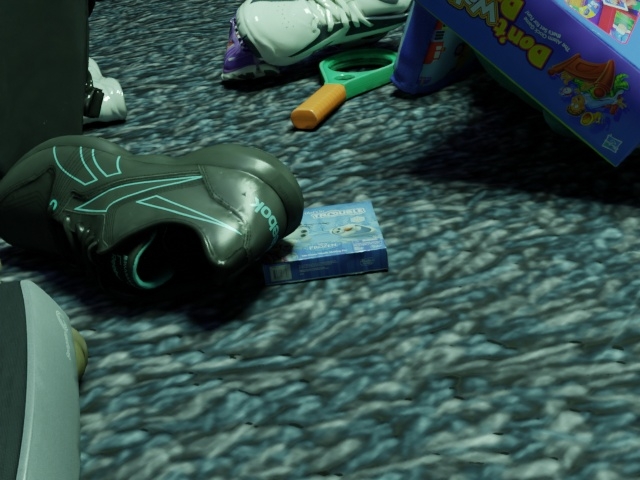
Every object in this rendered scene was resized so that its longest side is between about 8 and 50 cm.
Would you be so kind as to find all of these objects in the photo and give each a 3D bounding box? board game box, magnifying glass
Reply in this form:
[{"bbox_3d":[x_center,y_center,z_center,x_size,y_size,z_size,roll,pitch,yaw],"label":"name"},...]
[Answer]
[{"bbox_3d":[0.244,-0.238,0.917,0.233,0.078,0.347,42,47,5],"label":"board game box"},{"bbox_3d":[0.000,0.000,0.804,0.090,0.020,0.090,-8,24,-2],"label":"board game box"},{"bbox_3d":[0.023,-0.168,1.153,0.092,0.026,0.231,4,28,21],"label":"magnifying glass"}]

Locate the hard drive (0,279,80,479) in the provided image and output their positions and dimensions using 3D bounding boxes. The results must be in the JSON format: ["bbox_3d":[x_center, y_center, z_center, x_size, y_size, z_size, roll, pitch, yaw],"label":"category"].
[{"bbox_3d":[-0.204,0.116,0.511,0.172,0.054,0.254,-8,38,-5],"label":"hard drive"}]

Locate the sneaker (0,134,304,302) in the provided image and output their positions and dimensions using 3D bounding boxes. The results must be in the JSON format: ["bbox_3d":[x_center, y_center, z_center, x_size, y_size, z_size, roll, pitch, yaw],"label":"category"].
[{"bbox_3d":[-0.148,-0.015,0.778,0.267,0.101,0.106,-2,38,28],"label":"sneaker"}]

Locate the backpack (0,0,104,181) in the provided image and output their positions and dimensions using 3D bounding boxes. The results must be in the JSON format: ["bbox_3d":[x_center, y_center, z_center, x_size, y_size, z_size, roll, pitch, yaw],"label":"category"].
[{"bbox_3d":[-0.398,-0.205,1.036,0.273,0.290,0.355,-2,11,-37],"label":"backpack"}]

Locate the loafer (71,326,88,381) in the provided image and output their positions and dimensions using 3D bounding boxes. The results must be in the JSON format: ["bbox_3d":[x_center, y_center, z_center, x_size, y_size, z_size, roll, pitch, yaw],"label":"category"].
[{"bbox_3d":[-0.213,0.081,0.637,0.148,0.056,0.050,-12,19,-11],"label":"loafer"}]

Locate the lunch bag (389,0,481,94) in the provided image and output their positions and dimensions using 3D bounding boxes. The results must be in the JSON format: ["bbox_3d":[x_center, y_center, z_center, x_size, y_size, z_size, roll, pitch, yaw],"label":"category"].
[{"bbox_3d":[0.169,-0.292,1.141,0.138,0.221,0.293,28,39,13],"label":"lunch bag"}]

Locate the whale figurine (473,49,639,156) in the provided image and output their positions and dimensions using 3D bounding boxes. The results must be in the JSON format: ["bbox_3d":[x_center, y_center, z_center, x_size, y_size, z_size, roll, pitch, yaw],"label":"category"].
[{"bbox_3d":[0.224,-0.165,1.002,0.216,0.141,0.272,17,43,-18],"label":"whale figurine"}]

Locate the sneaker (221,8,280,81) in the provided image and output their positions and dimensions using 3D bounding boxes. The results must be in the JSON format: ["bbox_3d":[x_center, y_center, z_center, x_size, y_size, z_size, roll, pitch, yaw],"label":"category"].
[{"bbox_3d":[-0.089,-0.232,1.262,0.068,0.071,0.170,-9,26,-5],"label":"sneaker"}]

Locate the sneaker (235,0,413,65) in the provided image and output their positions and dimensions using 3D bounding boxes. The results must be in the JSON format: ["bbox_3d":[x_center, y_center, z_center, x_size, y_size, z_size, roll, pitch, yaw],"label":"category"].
[{"bbox_3d":[0.026,-0.268,1.200,0.235,0.094,0.153,-7,-15,-45],"label":"sneaker"}]

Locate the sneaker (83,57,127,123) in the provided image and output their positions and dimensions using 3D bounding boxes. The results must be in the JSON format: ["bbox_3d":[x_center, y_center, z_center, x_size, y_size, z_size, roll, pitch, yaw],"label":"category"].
[{"bbox_3d":[-0.265,-0.164,1.179,0.061,0.053,0.152,-20,29,-22],"label":"sneaker"}]
